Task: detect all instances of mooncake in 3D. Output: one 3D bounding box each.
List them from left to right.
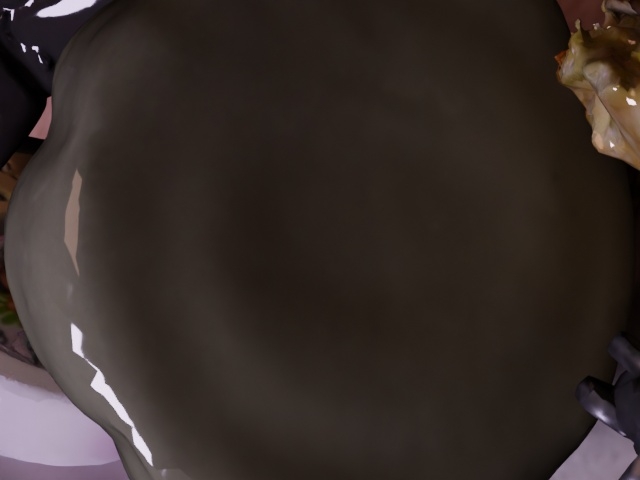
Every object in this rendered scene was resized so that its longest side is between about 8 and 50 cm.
[{"bbox_3d":[0.000,0.000,0.657,0.135,0.275,0.274,-175,98,-68],"label":"mooncake"}]

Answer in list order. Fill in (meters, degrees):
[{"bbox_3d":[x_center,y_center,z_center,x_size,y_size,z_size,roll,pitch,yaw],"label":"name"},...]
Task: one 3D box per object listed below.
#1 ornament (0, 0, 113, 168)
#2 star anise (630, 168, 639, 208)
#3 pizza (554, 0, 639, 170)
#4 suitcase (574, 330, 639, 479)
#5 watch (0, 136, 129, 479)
[{"bbox_3d":[-0.093,-0.170,0.818,0.260,0.106,0.251,-29,33,3],"label":"ornament"},{"bbox_3d":[0.175,-0.079,0.669,0.168,0.057,0.167,-9,74,33],"label":"star anise"},{"bbox_3d":[0.159,0.010,0.513,0.288,0.251,0.074,44,109,18],"label":"pizza"},{"bbox_3d":[0.199,0.260,0.497,0.434,0.194,0.283,43,105,34],"label":"suitcase"},{"bbox_3d":[-0.157,0.087,0.817,0.244,0.196,0.231,51,131,36],"label":"watch"}]
